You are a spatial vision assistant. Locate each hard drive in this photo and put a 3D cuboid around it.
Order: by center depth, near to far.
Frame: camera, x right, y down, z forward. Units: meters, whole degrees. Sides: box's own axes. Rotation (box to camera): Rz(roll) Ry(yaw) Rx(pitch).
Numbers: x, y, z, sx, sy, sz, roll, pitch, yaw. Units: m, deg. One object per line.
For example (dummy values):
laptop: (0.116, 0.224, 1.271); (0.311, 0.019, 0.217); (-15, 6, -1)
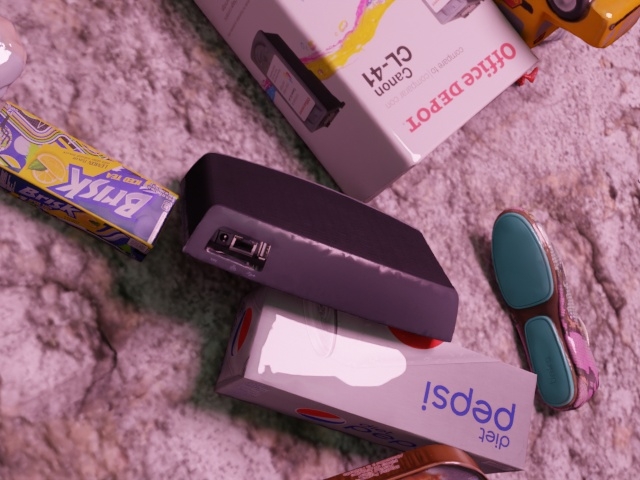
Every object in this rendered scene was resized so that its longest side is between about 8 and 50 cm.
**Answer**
hard drive: (0.000, 0.000, 0.780); (0.254, 0.172, 0.054); (20, 111, -18)

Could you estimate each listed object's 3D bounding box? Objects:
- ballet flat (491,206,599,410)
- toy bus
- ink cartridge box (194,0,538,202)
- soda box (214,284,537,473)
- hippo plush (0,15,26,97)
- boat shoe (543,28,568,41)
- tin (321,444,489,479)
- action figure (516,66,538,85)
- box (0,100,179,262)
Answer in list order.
ballet flat: (0.244, 0.069, 0.918); (0.079, 0.076, 0.222); (-13, 84, -45)
toy bus: (0.190, -0.318, 0.900); (0.108, 0.130, 0.333); (-38, 72, -22)
ink cartridge box: (0.041, -0.228, 0.884); (0.226, 0.131, 0.306); (-40, 91, -28)
soda box: (0.055, 0.132, 0.797); (0.286, 0.091, 0.098); (22, 66, -16)
hippo plush: (-0.365, -0.193, 0.634); (0.294, 0.236, 0.235); (6, 72, -22)
boat shoe: (0.232, -0.393, 1.021); (0.103, 0.118, 0.321); (-13, 90, -40)
tin: (0.059, 0.244, 0.751); (0.189, 0.040, 0.106); (-16, 109, -6)
action figure: (0.198, -0.216, 1.001); (0.115, 0.038, 0.030); (18, 89, -19)
box: (-0.215, -0.049, 0.758); (0.168, 0.054, 0.059); (30, 65, -13)
